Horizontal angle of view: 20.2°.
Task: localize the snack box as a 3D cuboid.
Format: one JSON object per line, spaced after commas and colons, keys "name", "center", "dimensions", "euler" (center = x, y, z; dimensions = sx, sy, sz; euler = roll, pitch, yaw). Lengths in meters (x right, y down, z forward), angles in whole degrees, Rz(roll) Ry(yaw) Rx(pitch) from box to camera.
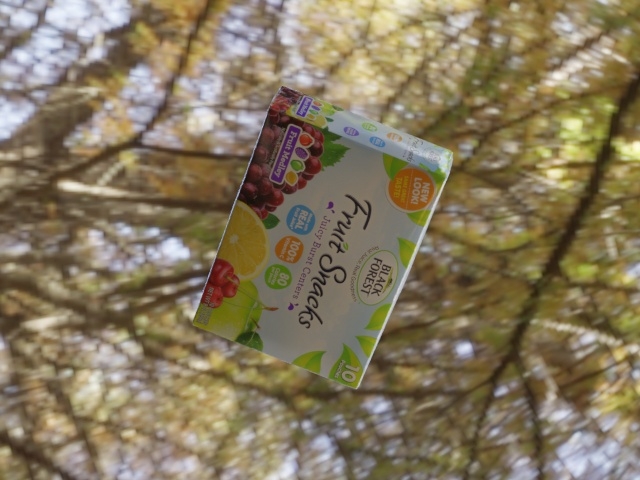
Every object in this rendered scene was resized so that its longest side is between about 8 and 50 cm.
{"name": "snack box", "center": [0.000, 0.000, 0.969], "dimensions": [0.100, 0.037, 0.141], "euler": [21, -61, 0]}
